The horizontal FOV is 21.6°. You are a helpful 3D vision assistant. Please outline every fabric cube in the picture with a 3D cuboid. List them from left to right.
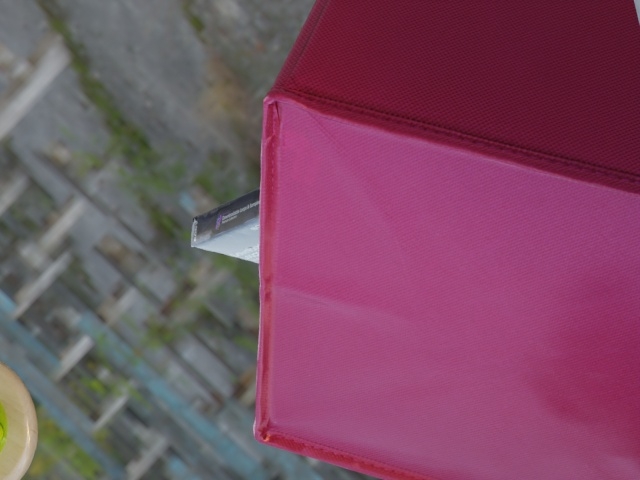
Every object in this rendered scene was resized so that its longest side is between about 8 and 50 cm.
[{"bbox_3d":[0.125,-0.038,0.829,0.254,0.258,0.259,16,139,9],"label":"fabric cube"}]

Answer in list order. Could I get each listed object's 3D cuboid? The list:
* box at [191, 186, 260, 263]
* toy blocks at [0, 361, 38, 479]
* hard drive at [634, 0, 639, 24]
[{"bbox_3d":[0.000,0.000,1.249,0.162,0.029,0.116,16,161,-27],"label":"box"},{"bbox_3d":[-0.183,0.089,0.574,0.054,0.123,0.148,56,-157,16],"label":"toy blocks"},{"bbox_3d":[0.206,-0.012,0.429,0.353,0.047,0.233,33,-145,-25],"label":"hard drive"}]
